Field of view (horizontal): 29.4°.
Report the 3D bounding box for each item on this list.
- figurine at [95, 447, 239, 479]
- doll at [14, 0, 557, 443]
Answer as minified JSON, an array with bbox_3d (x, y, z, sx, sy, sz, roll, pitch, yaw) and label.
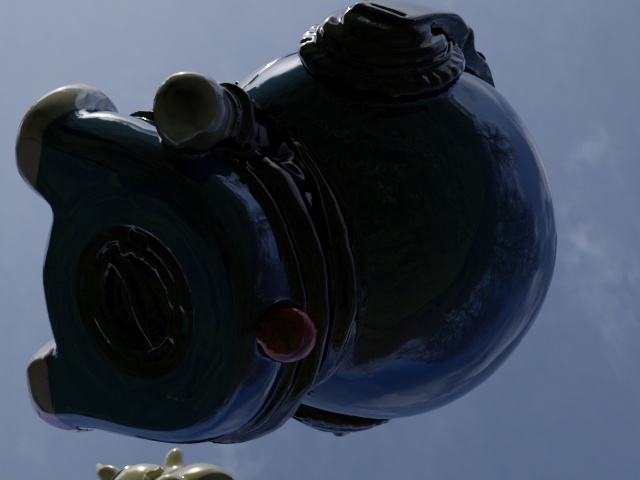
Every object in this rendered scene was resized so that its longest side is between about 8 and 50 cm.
[{"bbox_3d":[-0.105,0.195,0.818,0.146,0.081,0.098,-16,-74,55],"label":"figurine"},{"bbox_3d":[0.000,0.000,0.716,0.240,0.310,0.284,25,-64,30],"label":"doll"}]
